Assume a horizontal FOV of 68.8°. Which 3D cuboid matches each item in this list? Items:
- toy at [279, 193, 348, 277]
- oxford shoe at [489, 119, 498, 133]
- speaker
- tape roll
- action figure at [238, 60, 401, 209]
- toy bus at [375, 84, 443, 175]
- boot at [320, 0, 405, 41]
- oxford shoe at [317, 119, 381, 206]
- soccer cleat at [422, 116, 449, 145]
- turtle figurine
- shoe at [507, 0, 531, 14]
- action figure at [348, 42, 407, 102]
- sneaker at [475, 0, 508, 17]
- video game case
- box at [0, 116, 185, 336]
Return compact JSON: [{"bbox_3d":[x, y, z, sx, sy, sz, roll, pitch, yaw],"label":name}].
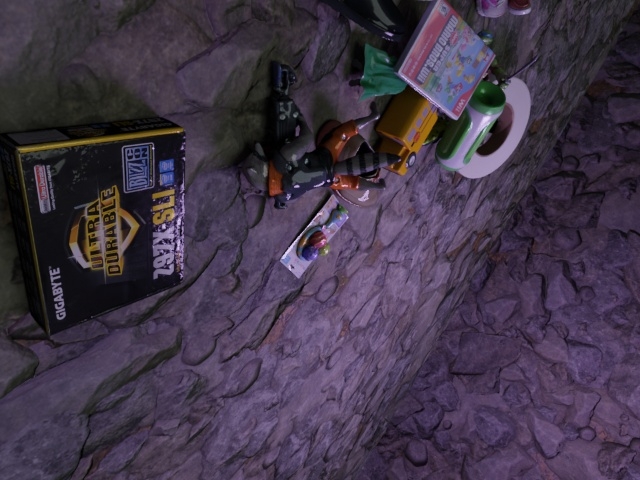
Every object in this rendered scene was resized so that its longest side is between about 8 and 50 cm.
[{"bbox_3d":[0.000,0.000,1.322,0.237,0.056,0.137,-54,147,-10],"label":"toy"},{"bbox_3d":[0.676,-0.483,1.848,0.227,0.082,0.096,15,101,-58],"label":"oxford shoe"},{"bbox_3d":[0.460,-0.349,1.464,0.131,0.131,0.297,-42,165,-26],"label":"speaker"},{"bbox_3d":[0.615,-0.420,1.728,0.391,0.072,0.392,-20,131,-24],"label":"tape roll"},{"bbox_3d":[-0.013,-0.200,0.997,0.329,0.179,0.342,-17,129,-13],"label":"action figure"},{"bbox_3d":[0.264,-0.362,1.343,0.333,0.108,0.130,-60,148,0],"label":"toy bus"},{"bbox_3d":[0.114,-0.522,0.888,0.246,0.094,0.207,17,132,-27],"label":"boot"},{"bbox_3d":[0.104,-0.172,1.253,0.123,0.130,0.348,-55,148,-7],"label":"oxford shoe"},{"bbox_3d":[0.371,-0.346,1.559,0.179,0.060,0.072,-38,153,-32],"label":"soccer cleat"},{"bbox_3d":[0.469,-0.496,1.447,0.197,0.275,0.267,-3,129,-14],"label":"turtle figurine"},{"bbox_3d":[0.622,-0.787,1.478,0.081,0.063,0.178,71,15,-46],"label":"shoe"},{"bbox_3d":[0.168,-0.424,1.200,0.232,0.063,0.137,-15,126,-44],"label":"action figure"},{"bbox_3d":[0.527,-0.744,1.394,0.252,0.111,0.103,8,109,-57],"label":"sneaker"},{"bbox_3d":[0.333,-0.468,1.230,0.285,0.025,0.204,19,105,-41],"label":"video game case"},{"bbox_3d":[-0.355,-0.030,0.780,0.257,0.079,0.322,-24,134,-46],"label":"box"}]
